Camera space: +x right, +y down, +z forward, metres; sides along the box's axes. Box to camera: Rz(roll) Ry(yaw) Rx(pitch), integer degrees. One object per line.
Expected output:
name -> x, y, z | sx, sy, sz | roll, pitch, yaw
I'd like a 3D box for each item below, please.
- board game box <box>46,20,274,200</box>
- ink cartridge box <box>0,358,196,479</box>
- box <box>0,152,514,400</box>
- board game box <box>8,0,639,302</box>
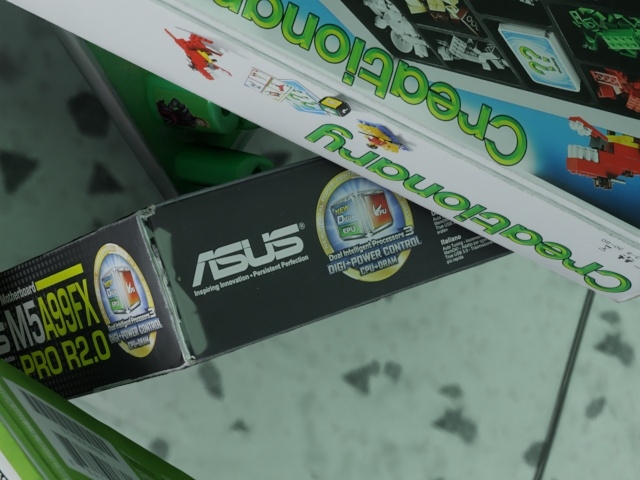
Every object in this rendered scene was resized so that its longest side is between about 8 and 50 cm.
board game box -> -0.028, -0.276, 0.822 | 0.390, 0.050, 0.390 | -58, 139, -27
ink cartridge box -> -0.147, 0.188, 0.702 | 0.255, 0.097, 0.189 | -46, 141, 1
box -> 0.000, 0.000, 0.793 | 0.270, 0.216, 0.060 | -18, 89, -32
board game box -> 0.022, -0.126, 0.683 | 0.305, 0.053, 0.193 | 26, 64, -19
